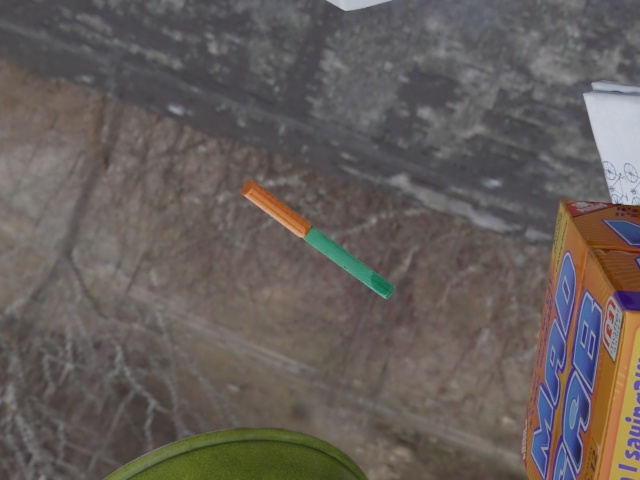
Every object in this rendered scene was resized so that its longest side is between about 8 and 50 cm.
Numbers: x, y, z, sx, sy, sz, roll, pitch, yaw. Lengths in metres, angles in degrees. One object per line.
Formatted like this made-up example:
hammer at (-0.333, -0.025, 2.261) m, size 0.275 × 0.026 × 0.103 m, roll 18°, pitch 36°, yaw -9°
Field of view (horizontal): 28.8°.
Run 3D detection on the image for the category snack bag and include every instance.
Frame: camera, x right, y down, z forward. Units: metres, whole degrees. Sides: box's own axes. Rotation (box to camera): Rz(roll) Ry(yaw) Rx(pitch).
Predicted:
snack bag at (0.517, -0.068, 1.808) m, size 0.342 × 0.037 × 0.323 m, roll 25°, pitch 135°, yaw 67°

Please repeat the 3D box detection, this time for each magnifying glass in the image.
magnifying glass at (0.000, 0.000, 1.488) m, size 0.231 × 0.026 × 0.092 m, roll 35°, pitch -179°, yaw -24°

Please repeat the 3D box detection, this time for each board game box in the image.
board game box at (0.455, 0.185, 1.436) m, size 0.356 × 0.357 × 0.356 m, roll 4°, pitch -160°, yaw -2°

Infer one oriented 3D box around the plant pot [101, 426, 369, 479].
plant pot at (-0.047, 0.417, 1.096) m, size 0.366 × 0.366 × 0.353 m, roll 38°, pitch -170°, yaw -36°

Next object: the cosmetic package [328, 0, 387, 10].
cosmetic package at (0.019, -0.362, 1.259) m, size 0.117 × 0.085 × 0.231 m, roll -136°, pitch 31°, yaw -56°
